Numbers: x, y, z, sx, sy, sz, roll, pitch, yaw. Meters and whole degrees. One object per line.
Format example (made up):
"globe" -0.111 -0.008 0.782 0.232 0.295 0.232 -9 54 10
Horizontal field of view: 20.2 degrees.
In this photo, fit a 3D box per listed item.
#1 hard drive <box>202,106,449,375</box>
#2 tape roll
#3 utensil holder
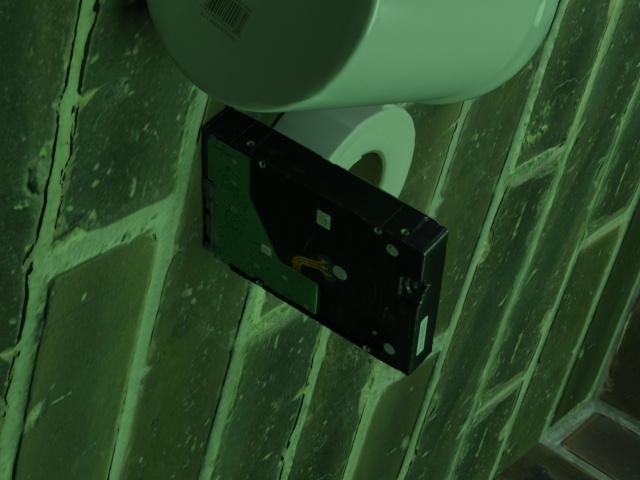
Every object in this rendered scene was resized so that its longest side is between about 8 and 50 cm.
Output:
"hard drive" 0.000 0.000 2.249 0.064 0.339 0.237 -44 152 -35
"tape roll" 0.009 -0.081 2.468 0.286 0.100 0.286 -43 152 -30
"utensil holder" 0.040 -0.305 1.987 0.385 0.327 0.328 -12 129 -57
